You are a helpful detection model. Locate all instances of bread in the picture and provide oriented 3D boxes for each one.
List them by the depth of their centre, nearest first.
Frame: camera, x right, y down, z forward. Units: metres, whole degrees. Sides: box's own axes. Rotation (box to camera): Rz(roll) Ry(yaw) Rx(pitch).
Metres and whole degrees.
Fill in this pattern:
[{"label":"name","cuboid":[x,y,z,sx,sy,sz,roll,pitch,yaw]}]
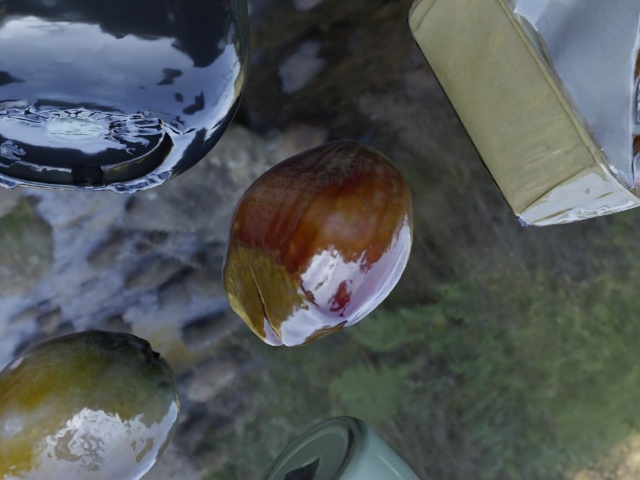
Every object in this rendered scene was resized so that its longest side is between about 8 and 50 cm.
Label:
[{"label":"bread","cuboid":[0.171,-0.127,0.752,0.142,0.224,0.212,-12,159,-47]}]

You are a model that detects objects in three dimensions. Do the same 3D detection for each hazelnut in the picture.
[{"label":"hazelnut","cuboid":[0.002,0.002,1.289,0.181,0.181,0.212,-27,-162,-33]}]

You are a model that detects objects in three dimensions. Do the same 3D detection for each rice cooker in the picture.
[{"label":"rice cooker","cuboid":[-0.176,-0.159,0.897,0.267,0.224,0.267,-2,162,-1]}]

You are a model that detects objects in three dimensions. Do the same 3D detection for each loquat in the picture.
[{"label":"loquat","cuboid":[-0.249,0.185,1.323,0.227,0.179,0.179,-22,169,22]}]

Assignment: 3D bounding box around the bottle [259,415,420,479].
[{"label":"bottle","cuboid":[0.096,0.406,1.650,0.229,0.352,0.229,-40,-164,14]}]
